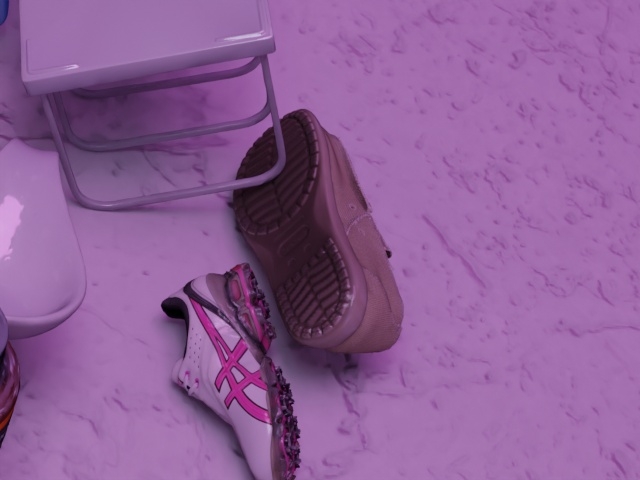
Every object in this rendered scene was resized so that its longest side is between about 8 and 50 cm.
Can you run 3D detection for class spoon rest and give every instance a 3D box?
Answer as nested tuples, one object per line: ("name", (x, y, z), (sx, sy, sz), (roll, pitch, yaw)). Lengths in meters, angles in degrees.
("spoon rest", (-0.231, -0.009, 1.306), (0.137, 0.084, 0.276), (18, 21, -9))

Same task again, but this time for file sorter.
("file sorter", (-0.139, -0.189, 1.490), (0.193, 0.173, 0.277), (-10, 51, 0))

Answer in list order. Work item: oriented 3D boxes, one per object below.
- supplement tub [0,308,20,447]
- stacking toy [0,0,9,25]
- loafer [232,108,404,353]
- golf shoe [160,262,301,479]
("supplement tub", (-0.257, 0.114, 1.175), (0.106, 0.198, 0.106), (12, 48, -14))
("stacking toy", (-0.384, -0.158, 1.421), (0.166, 0.175, 0.301), (22, 59, 6))
("loafer", (0.000, 0.000, 1.468), (0.092, 0.102, 0.268), (38, 26, -38))
("golf shoe", (-0.067, 0.110, 1.367), (0.086, 0.067, 0.186), (-19, 59, 2))
